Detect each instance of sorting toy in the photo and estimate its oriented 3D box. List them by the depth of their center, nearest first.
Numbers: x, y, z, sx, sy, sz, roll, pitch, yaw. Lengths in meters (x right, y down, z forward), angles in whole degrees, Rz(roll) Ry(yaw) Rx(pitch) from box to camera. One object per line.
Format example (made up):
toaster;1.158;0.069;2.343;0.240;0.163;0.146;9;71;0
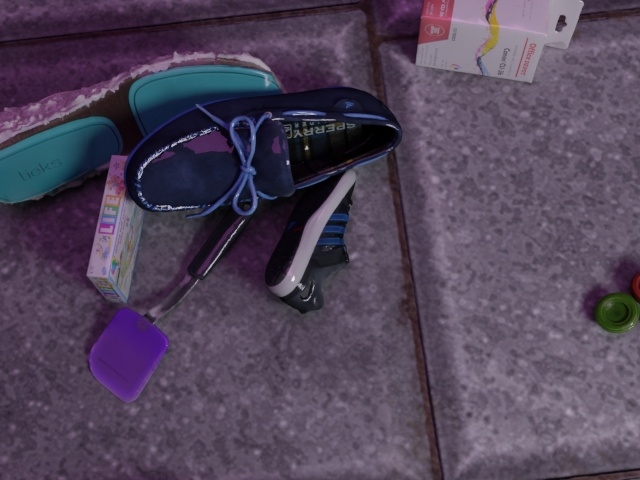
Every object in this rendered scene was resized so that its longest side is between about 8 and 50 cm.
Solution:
sorting toy;0.379;0.080;1.164;0.102;0.042;0.061;-38;57;0

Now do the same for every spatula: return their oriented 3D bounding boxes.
spatula;-0.171;0.057;1.190;0.084;0.030;0.296;33;74;16

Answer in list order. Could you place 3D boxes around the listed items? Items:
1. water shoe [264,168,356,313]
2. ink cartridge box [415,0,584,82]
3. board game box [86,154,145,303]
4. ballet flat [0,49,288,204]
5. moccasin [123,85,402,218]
water shoe;0.000;0.000;1.196;0.080;0.073;0.203;46;56;-25
ink cartridge box;0.227;-0.267;1.255;0.198;0.115;0.067;9;69;6
board game box;-0.243;-0.012;1.180;0.026;0.103;0.154;6;69;4
ballet flat;-0.249;-0.167;1.232;0.409;0.147;0.147;-16;70;-5
moccasin;-0.062;-0.115;1.156;0.342;0.137;0.117;-23;32;-17
